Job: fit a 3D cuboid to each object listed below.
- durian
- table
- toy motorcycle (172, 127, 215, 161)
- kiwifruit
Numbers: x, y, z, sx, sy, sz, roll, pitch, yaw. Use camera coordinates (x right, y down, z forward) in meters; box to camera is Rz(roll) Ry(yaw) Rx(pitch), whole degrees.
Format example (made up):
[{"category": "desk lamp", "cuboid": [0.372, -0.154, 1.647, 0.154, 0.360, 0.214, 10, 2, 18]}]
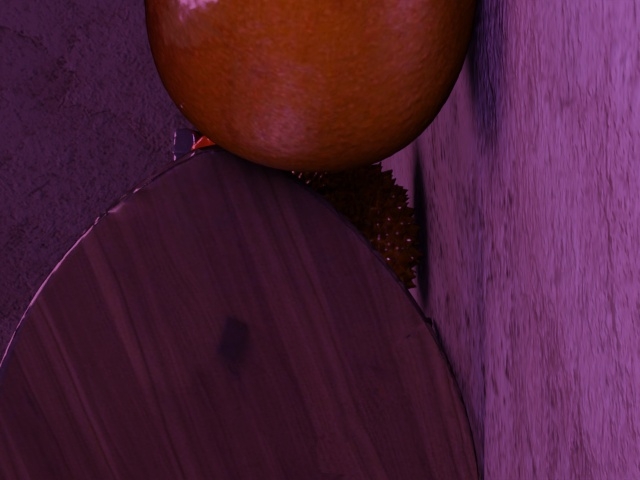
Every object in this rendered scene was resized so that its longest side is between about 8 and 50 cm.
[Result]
[{"category": "durian", "cuboid": [0.000, 0.000, 1.499, 0.137, 0.158, 0.168, -132, 38, -61]}, {"category": "table", "cuboid": [-0.064, 0.045, 1.312, 0.249, 0.317, 0.317, -80, -11, -61]}, {"category": "toy motorcycle", "cuboid": [-0.057, -0.075, 2.096, 0.326, 0.148, 0.221, -5, -83, -72]}, {"category": "kiwifruit", "cuboid": [-0.004, -0.157, 1.079, 0.196, 0.196, 0.234, -99, 9, -61]}]
